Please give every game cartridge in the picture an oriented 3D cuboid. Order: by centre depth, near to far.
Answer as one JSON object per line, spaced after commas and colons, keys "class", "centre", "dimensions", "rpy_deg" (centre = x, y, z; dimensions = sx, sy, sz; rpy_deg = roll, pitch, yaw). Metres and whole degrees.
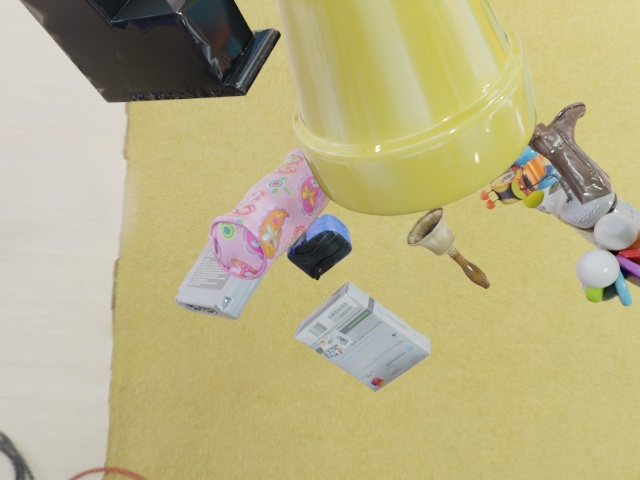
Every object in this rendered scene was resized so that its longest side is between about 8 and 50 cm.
{"class": "game cartridge", "centre": [-0.191, 0.060, 1.254], "dimensions": [0.062, 0.297, 0.198], "rpy_deg": [42, 69, -23]}

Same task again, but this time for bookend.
{"class": "bookend", "centre": [-0.139, -0.186, 0.455], "dimensions": [0.156, 0.157, 0.072], "rpy_deg": [5, 58, 32]}

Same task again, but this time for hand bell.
{"class": "hand bell", "centre": [0.347, 0.039, 1.542], "dimensions": [0.242, 0.126, 0.126], "rpy_deg": [41, 88, -14]}

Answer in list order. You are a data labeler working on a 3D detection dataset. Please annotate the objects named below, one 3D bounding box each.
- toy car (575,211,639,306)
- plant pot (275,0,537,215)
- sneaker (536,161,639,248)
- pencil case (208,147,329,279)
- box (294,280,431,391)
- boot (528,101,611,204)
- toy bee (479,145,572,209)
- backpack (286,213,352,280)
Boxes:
{"class": "toy car", "centre": [0.582, 0.046, 1.168], "dimensions": [0.136, 0.159, 0.182], "rpy_deg": [25, 83, 34]}
{"class": "plant pot", "centre": [0.070, -0.194, 0.611], "dimensions": [0.254, 0.254, 0.239], "rpy_deg": [-32, 131, -4]}
{"class": "sneaker", "centre": [0.626, -0.066, 1.429], "dimensions": [0.210, 0.366, 0.137], "rpy_deg": [37, 103, -12]}
{"class": "pencil case", "centre": [-0.072, -0.054, 1.031], "dimensions": [0.124, 0.124, 0.284], "rpy_deg": [45, 43, -6]}
{"class": "box", "centre": [0.072, 0.169, 1.040], "dimensions": [0.186, 0.038, 0.145], "rpy_deg": [36, 125, -13]}
{"class": "boot", "centre": [0.309, -0.101, 0.716], "dimensions": [0.106, 0.037, 0.114], "rpy_deg": [-31, 68, -19]}
{"class": "toy bee", "centre": [0.409, -0.145, 1.293], "dimensions": [0.162, 0.298, 0.195], "rpy_deg": [-29, 91, 23]}
{"class": "backpack", "centre": [0.000, 0.000, 1.244], "dimensions": [0.120, 0.101, 0.098], "rpy_deg": [-35, 127, 26]}
